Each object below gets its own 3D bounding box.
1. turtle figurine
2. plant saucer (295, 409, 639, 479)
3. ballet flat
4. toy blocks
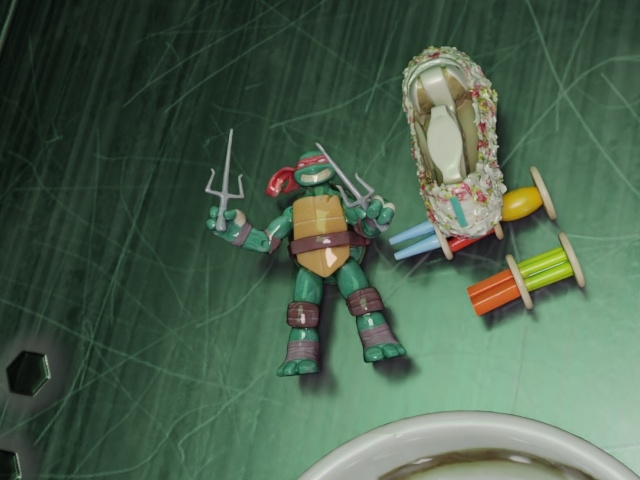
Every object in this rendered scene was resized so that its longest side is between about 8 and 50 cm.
[{"bbox_3d":[0.000,0.000,1.083,0.175,0.118,0.234,-15,83,27],"label":"turtle figurine"},{"bbox_3d":[0.118,0.339,0.935,0.401,0.100,0.400,-6,69,15],"label":"plant saucer"},{"bbox_3d":[0.117,-0.108,1.071,0.091,0.077,0.241,-20,49,13],"label":"ballet flat"},{"bbox_3d":[0.145,0.013,1.067,0.148,0.054,0.123,-22,66,8],"label":"toy blocks"}]
